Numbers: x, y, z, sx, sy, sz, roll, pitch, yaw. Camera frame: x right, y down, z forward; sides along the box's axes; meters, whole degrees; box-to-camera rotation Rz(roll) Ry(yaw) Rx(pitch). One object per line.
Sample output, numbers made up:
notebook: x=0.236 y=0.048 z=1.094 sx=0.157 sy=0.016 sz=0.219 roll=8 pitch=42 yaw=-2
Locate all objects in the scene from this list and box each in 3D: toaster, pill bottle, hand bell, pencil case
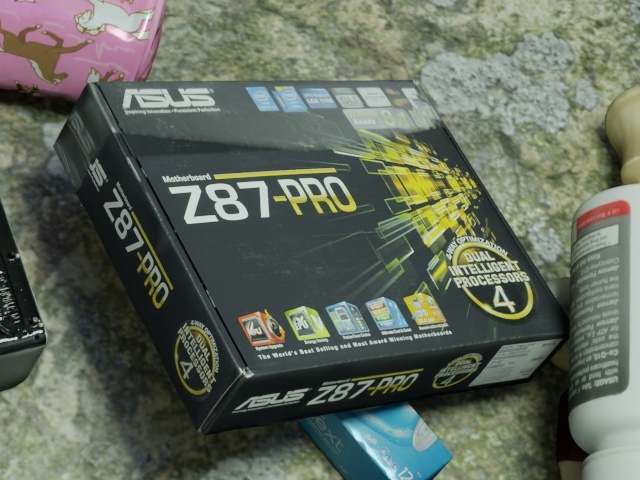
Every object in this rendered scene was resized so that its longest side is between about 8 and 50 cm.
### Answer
toaster: x=-0.342 y=0.053 z=1.429 sx=0.186 sy=0.110 sz=0.168 roll=-13 pitch=66 yaw=-24
pill bottle: x=0.298 y=0.106 z=1.472 sx=0.161 sy=0.161 sz=0.283 roll=10 pitch=67 yaw=-12
hand bell: x=0.323 y=-0.031 z=1.666 sx=0.126 sy=0.126 sz=0.242 roll=25 pitch=51 yaw=-3
pencil case: x=-0.338 y=-0.240 z=1.569 sx=0.386 sy=0.160 sz=0.167 roll=13 pitch=20 yaw=-10

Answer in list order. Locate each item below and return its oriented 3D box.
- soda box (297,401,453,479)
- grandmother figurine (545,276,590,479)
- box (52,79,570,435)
soda box: x=0.021 y=0.146 z=1.517 sx=0.067 sy=0.071 sz=0.210 roll=-34 pitch=76 yaw=-30
grandmother figurine: x=0.306 y=0.182 z=1.576 sx=0.208 sy=0.104 sz=0.342 roll=-22 pitch=73 yaw=-36
box: x=0.000 y=0.000 z=1.497 sx=0.395 sy=0.097 sz=0.318 roll=-4 pitch=52 yaw=-40
